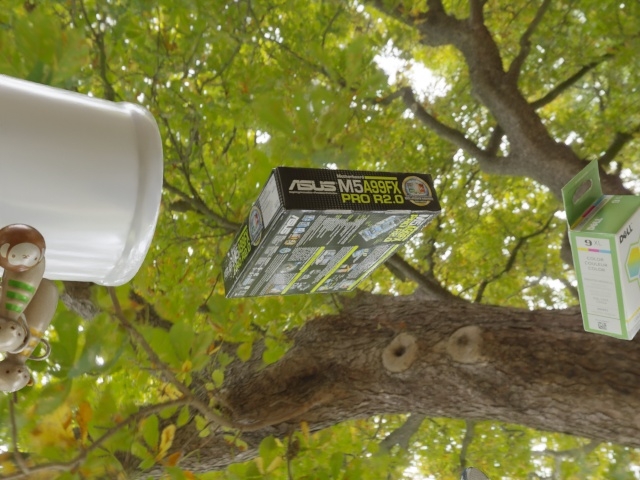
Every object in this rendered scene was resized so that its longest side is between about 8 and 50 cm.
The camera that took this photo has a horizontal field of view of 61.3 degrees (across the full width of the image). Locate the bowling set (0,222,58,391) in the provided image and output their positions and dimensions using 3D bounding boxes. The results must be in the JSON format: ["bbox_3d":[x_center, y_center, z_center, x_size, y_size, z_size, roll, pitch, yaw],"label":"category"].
[{"bbox_3d":[-0.407,0.061,0.602,0.287,0.199,0.154,31,-126,-39],"label":"bowling set"}]

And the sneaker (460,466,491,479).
[{"bbox_3d":[0.216,0.314,0.623,0.052,0.058,0.135,-7,-144,-26],"label":"sneaker"}]

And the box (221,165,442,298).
[{"bbox_3d":[0.000,0.000,0.739,0.216,0.270,0.060,-2,-116,-25],"label":"box"}]

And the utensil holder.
[{"bbox_3d":[-0.496,-0.097,0.850,0.385,0.327,0.328,6,-117,-42],"label":"utensil holder"}]

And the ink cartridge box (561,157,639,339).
[{"bbox_3d":[0.377,0.009,0.694,0.109,0.062,0.210,-33,-66,-33],"label":"ink cartridge box"}]
